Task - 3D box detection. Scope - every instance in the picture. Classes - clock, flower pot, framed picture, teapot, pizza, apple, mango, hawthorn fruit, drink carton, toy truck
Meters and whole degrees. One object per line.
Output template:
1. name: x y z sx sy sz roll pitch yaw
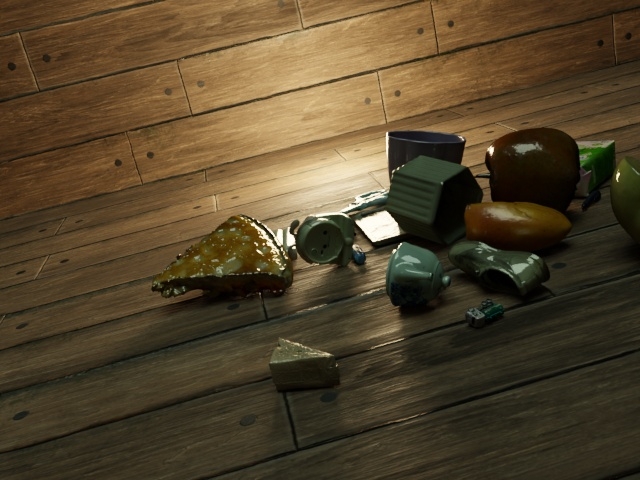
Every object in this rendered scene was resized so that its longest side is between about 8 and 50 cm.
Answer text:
1. clock: 0.000 0.000 2.006 0.191 0.151 0.062 -2 17 -20
2. flower pot: 0.330 -0.118 2.043 0.189 0.239 0.209 23 75 43
3. framed picture: 0.237 -0.061 2.259 0.232 0.024 0.315 -15 21 -8
4. teapot: 0.243 0.089 1.686 0.159 0.159 0.232 -6 -7 20
5. pizza: -0.301 0.082 2.063 0.406 0.130 0.440 -19 31 -15
6. apple: 0.835 -0.111 1.637 0.292 0.292 0.254 6 -1 42
7. mango: 0.524 -0.034 1.851 0.257 0.138 0.187 5 8 33
8. hawthorn fruit: 0.593 -0.196 2.023 0.301 0.268 0.268 5 23 11
9. drink carton: 0.825 -0.230 2.230 0.161 0.108 0.271 5 27 46
10. flower pot: 0.335 -0.226 2.282 0.265 0.243 0.265 1 19 0
11. toy truck: 0.365 0.163 1.553 0.083 0.039 0.044 -21 35 -25

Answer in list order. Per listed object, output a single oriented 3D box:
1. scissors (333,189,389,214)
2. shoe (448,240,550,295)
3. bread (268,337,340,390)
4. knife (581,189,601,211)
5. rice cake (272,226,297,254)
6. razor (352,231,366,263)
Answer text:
1. scissors: 0.132 -0.122 2.422 0.393 0.032 0.180 -24 17 -41
2. shoe: 0.412 0.070 1.691 0.098 0.103 0.275 -40 28 -26
3. bread: -0.027 0.257 1.483 0.152 0.077 0.105 -7 22 13
4. knife: 0.793 -0.116 2.058 0.018 0.031 0.121 8 34 45
5. rice cake: -0.119 0.011 2.260 0.085 0.040 0.226 -13 20 1
6. razor: 0.096 0.014 2.123 0.082 0.042 0.253 25 12 -18
